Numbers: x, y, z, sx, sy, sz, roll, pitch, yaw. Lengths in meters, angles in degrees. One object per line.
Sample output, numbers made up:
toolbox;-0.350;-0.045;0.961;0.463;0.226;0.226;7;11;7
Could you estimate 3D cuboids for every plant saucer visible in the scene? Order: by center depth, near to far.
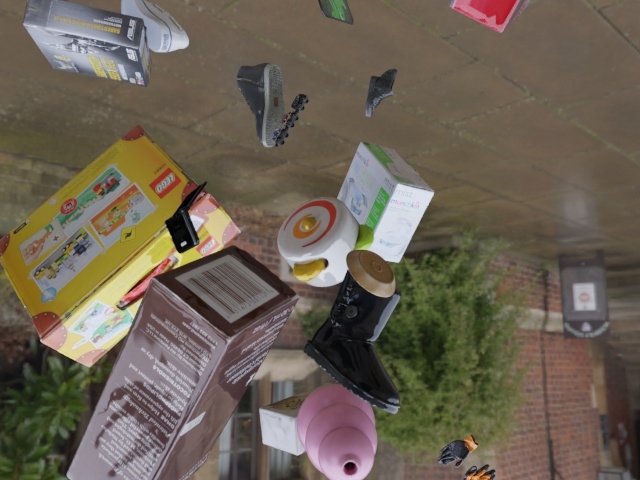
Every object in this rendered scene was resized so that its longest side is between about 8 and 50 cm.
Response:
plant saucer;0.073;0.040;0.838;0.084;0.083;0.015;10;132;-39

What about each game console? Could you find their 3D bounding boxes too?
game console;-0.244;-0.041;1.167;0.071;0.107;0.122;-23;-179;-30

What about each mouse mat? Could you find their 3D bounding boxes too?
mouse mat;0.005;-0.485;1.097;0.007;0.189;0.153;-16;-175;26

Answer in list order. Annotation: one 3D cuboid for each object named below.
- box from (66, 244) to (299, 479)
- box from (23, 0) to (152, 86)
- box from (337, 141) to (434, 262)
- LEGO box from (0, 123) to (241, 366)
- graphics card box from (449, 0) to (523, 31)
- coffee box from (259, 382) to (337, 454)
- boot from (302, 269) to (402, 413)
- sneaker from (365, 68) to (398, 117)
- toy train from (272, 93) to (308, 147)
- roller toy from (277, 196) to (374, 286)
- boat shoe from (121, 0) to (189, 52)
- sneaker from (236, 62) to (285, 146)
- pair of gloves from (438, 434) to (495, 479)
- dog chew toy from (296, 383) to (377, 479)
box;-0.201;0.210;0.883;0.143;0.381;0.191;37;-154;13
box;-0.406;-0.351;1.103;0.183;0.056;0.231;8;176;-12
box;0.168;-0.109;1.695;0.127;0.231;0.262;9;-150;-26
LEGO box;-0.520;-0.001;1.554;0.372;0.500;0.193;43;172;34
graphics card box;0.320;-0.462;0.935;0.094;0.232;0.371;30;-149;7
coffee box;-0.018;0.544;1.895;0.297;0.118;0.168;-8;-176;-42
boot;0.096;0.180;1.164;0.247;0.207;0.094;32;-178;42
sneaker;0.207;-0.497;2.072;0.089;0.170;0.051;10;-174;10
toy train;-0.082;-0.312;1.586;0.036;0.158;0.027;26;172;24
roller toy;0.000;0.000;1.450;0.146;0.209;0.191;52;173;-39
boat shoe;-0.405;-0.524;1.486;0.084;0.258;0.095;-11;138;-39
sneaker;-0.166;-0.369;1.673;0.118;0.221;0.083;10;-168;34
pair of gloves;0.226;0.351;0.947;0.074;0.083;0.010;-42;154;24
dog chew toy;0.049;0.489;1.520;0.207;0.206;0.332;2;-174;-7
